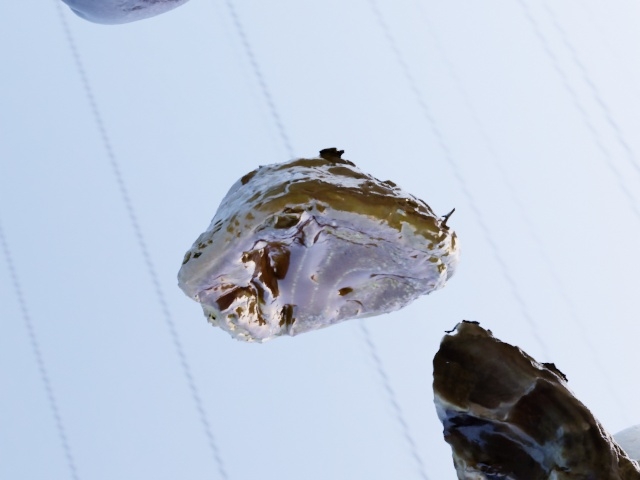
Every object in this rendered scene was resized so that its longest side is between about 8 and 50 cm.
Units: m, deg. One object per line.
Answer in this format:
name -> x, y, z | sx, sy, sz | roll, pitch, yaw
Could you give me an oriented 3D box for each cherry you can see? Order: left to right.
cherry -> -0.215, -0.304, 1.601 | 0.176, 0.176, 0.140 | 10, -110, -36

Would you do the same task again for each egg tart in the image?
egg tart -> 0.000, 0.000, 1.754 | 0.351, 0.339, 0.153 | 33, -136, -56

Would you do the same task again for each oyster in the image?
oyster -> 0.185, 0.209, 1.316 | 0.294, 0.166, 0.094 | 53, -179, -2

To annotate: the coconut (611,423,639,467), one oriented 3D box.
coconut -> 0.435, 0.399, 1.784 | 0.346, 0.360, 0.346 | -2, -83, -20
